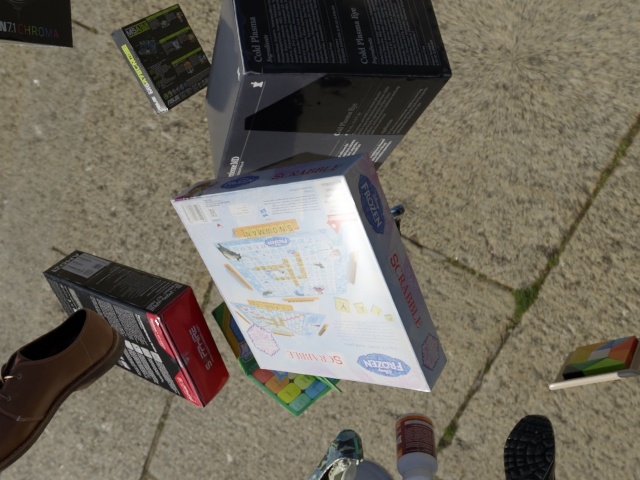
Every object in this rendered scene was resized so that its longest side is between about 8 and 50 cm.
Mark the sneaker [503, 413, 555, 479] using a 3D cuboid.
[{"bbox_3d":[0.469,0.532,1.287,0.107,0.124,0.283,-1,67,37],"label":"sneaker"}]

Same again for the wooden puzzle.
[{"bbox_3d":[0.715,0.303,1.484,0.221,0.238,0.044,-25,87,40],"label":"wooden puzzle"}]

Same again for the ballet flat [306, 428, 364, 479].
[{"bbox_3d":[0.019,0.394,0.952,0.070,0.070,0.188,25,116,9],"label":"ballet flat"}]

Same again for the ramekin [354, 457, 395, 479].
[{"bbox_3d":[0.074,0.553,1.217,0.207,0.207,0.109,23,143,10],"label":"ramekin"}]

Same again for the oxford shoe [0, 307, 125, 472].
[{"bbox_3d":[-0.300,0.150,0.579,0.076,0.212,0.076,23,149,33],"label":"oxford shoe"}]

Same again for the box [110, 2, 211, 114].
[{"bbox_3d":[-0.329,-0.393,1.257,0.045,0.191,0.184,-13,117,38],"label":"box"}]

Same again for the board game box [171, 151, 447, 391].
[{"bbox_3d":[-0.021,0.053,0.807,0.318,0.066,0.318,-2,120,40],"label":"board game box"}]

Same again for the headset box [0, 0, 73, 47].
[{"bbox_3d":[-0.518,-0.450,0.884,0.131,0.246,0.283,8,105,19],"label":"headset box"}]

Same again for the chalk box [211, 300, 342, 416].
[{"bbox_3d":[-0.058,0.203,1.139,0.179,0.289,0.180,-41,125,-3],"label":"chalk box"}]

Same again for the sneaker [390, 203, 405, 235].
[{"bbox_3d":[0.187,-0.026,1.495,0.078,0.067,0.188,57,156,27],"label":"sneaker"}]

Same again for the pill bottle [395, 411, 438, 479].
[{"bbox_3d":[0.202,0.448,1.229,0.086,0.152,0.086,2,124,3],"label":"pill bottle"}]

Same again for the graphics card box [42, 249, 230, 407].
[{"bbox_3d":[-0.361,0.163,1.134,0.371,0.094,0.233,10,131,35],"label":"graphics card box"}]

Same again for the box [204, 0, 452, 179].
[{"bbox_3d":[-0.013,-0.249,0.966,0.312,0.343,0.179,-5,71,-19],"label":"box"}]
